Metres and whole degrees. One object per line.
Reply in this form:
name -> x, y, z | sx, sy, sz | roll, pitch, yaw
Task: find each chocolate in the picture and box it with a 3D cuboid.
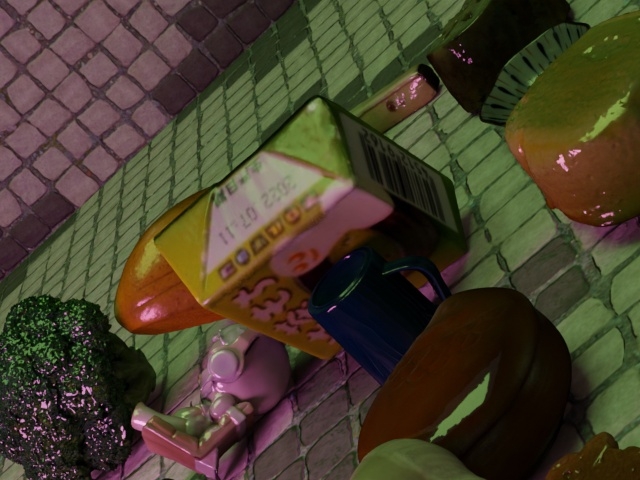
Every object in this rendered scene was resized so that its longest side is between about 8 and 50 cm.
chocolate -> 0.000, 0.000, 1.894 | 0.289, 0.301, 0.137 | -39, 51, 20

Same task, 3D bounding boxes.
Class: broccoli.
broccoli -> -0.380, 0.224, 2.299 | 0.308, 0.307, 0.275 | -34, -10, 31

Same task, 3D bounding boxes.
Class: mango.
mango -> -0.155, 0.030, 2.295 | 0.350, 0.201, 0.199 | -27, 52, -11

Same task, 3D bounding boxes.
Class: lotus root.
lotus root -> 0.263, -0.306, 2.217 | 0.235, 0.119, 0.138 | -51, 14, -18

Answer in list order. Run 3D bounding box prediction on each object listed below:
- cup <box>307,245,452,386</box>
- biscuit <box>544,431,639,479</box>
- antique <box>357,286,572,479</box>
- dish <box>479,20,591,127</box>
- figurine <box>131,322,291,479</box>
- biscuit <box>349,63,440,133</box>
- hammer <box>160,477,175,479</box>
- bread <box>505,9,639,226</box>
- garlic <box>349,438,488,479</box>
cup -> 0.080, 0.077, 1.793 | 0.150, 0.138, 0.113 | -45, 19, 5
biscuit -> 0.217, 0.248, 1.307 | 0.280, 0.043, 0.183 | -38, 20, 41
antique -> 0.141, 0.168, 1.494 | 0.223, 0.129, 0.278 | -29, 25, 40
dish -> 0.300, -0.201, 2.011 | 0.191, 0.066, 0.190 | -41, 22, 20
figurine -> -0.126, 0.190, 1.991 | 0.236, 0.141, 0.162 | -53, -15, -17
biscuit -> 0.109, -0.218, 2.460 | 0.188, 0.056, 0.052 | -34, 23, 34
hammer -> -0.178, 0.407, 1.820 | 0.168, 0.044, 0.440 | -41, 19, 9
bread -> 0.337, -0.135, 1.676 | 0.270, 0.148, 0.270 | -36, 23, 18
garlic -> 0.083, 0.302, 1.222 | 0.185, 0.203, 0.281 | 8, 71, 42
